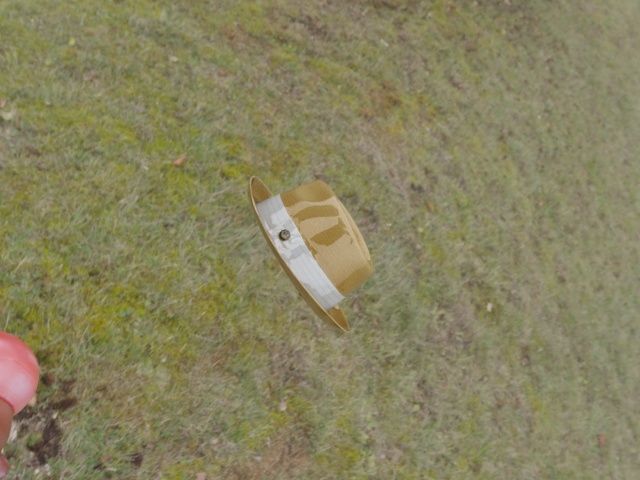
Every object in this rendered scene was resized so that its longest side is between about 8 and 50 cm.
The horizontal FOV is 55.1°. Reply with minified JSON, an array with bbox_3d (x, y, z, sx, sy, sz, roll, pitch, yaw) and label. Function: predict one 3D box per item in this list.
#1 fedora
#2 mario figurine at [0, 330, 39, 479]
[{"bbox_3d":[0.000,0.000,0.640,0.079,0.194,0.194,-32,81,5],"label":"fedora"},{"bbox_3d":[-0.251,0.181,0.339,0.170,0.198,0.320,12,41,-42],"label":"mario figurine"}]
